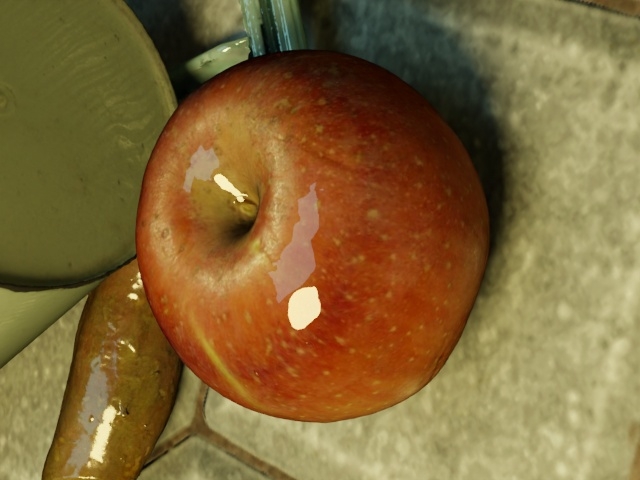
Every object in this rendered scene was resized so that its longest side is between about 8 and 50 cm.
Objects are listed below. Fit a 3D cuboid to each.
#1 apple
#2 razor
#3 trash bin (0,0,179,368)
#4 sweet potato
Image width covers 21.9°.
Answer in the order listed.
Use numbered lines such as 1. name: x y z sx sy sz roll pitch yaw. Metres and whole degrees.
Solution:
1. apple: 0.000 0.000 0.901 0.201 0.162 0.201 -12 71 38
2. razor: -0.095 -0.099 1.074 0.278 0.056 0.111 -21 77 50
3. trash bin: -0.305 -0.005 1.091 0.432 0.280 0.280 -32 67 46
4. sweet potato: -0.120 0.062 1.079 0.077 0.077 0.244 18 91 44
